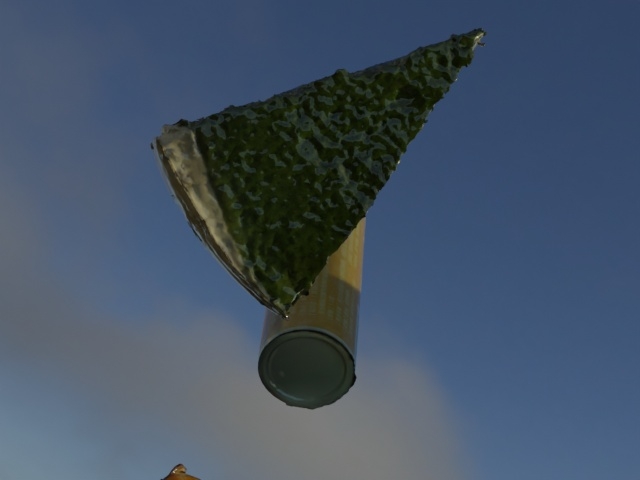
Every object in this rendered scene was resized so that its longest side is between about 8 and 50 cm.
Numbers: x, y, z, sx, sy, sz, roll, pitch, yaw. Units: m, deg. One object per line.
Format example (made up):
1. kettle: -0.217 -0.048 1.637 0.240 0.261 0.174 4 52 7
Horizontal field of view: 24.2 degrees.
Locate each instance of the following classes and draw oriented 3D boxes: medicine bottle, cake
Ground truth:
1. medicine bottle: 0.000 0.000 1.531 0.108 0.426 0.108 2 -58 3
2. cake: -0.011 -0.098 1.214 0.172 0.283 0.158 38 -4 -5

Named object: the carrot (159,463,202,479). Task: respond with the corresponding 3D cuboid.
1. carrot: -0.172 0.316 1.268 0.102 0.263 0.102 37 13 -10
